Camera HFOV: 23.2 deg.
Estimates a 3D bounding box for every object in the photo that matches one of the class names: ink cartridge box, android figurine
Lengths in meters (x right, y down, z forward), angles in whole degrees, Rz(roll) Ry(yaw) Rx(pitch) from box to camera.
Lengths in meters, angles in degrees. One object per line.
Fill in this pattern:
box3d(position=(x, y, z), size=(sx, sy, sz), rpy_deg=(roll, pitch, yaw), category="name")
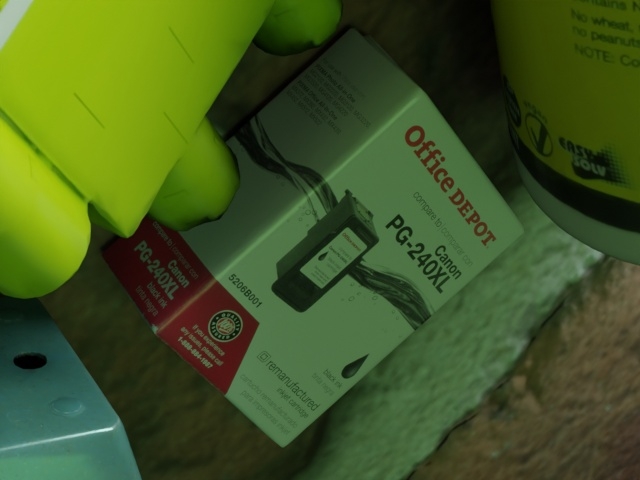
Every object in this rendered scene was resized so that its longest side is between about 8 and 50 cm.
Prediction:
box3d(position=(0.000, 0.000, 0.681), size=(0.150, 0.063, 0.109), rpy_deg=(-42, 133, 0), category="ink cartridge box")
box3d(position=(-0.062, -0.108, 0.499), size=(0.248, 0.056, 0.273), rpy_deg=(-59, 156, -15), category="android figurine")

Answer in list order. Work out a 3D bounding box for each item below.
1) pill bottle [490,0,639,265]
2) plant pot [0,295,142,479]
box3d(position=(0.146, -0.164, 0.574), size=(0.188, 0.188, 0.334), rpy_deg=(-26, 131, -14), category="pill bottle")
box3d(position=(-0.151, 0.153, 0.630), size=(0.165, 0.166, 0.234), rpy_deg=(-9, 122, -27), category="plant pot")
